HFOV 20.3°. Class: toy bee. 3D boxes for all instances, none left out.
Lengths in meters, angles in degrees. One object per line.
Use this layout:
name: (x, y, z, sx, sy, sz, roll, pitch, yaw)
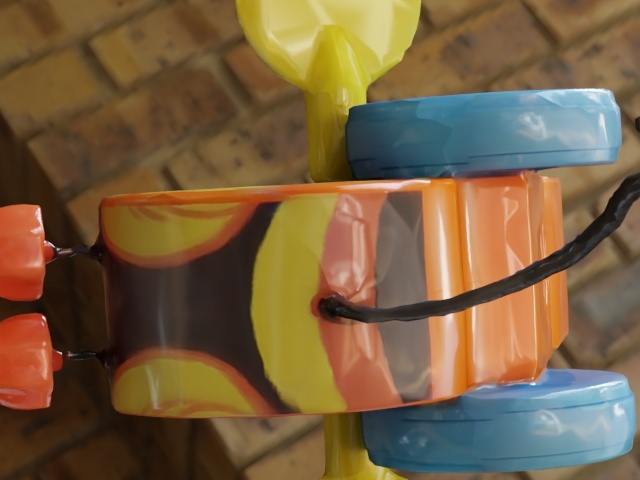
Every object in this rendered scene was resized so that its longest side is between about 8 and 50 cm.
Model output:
toy bee: (0.000, 0.000, 0.451, 0.162, 0.195, 0.298, -2, -20, 1)
